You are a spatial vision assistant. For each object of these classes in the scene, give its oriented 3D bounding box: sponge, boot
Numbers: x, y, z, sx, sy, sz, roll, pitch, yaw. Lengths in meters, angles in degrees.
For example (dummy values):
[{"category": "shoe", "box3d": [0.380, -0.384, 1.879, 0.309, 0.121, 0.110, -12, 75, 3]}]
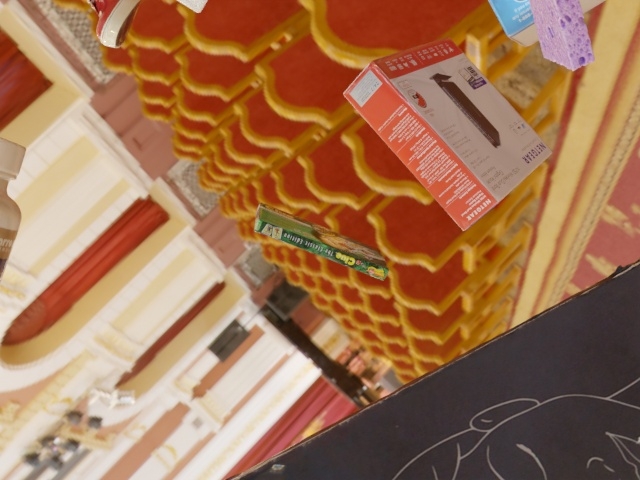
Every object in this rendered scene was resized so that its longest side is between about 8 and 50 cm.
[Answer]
[{"category": "sponge", "box3d": [0.269, -0.313, 0.899, 0.117, 0.031, 0.210, -93, -19, -68]}, {"category": "boot", "box3d": [-0.402, -0.434, 1.305, 0.176, 0.088, 0.244, 22, -143, -19]}]

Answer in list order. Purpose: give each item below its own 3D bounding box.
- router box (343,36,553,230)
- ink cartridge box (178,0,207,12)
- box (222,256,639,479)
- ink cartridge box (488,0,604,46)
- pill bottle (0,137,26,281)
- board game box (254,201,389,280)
[{"category": "router box", "box3d": [0.236, -0.202, 1.318, 0.301, 0.082, 0.335, 49, -144, 5]}, {"category": "ink cartridge box", "box3d": [-0.193, -0.472, 1.067, 0.189, 0.232, 0.066, 28, -162, -23]}, {"category": "box", "box3d": [0.215, 0.349, 0.683, 0.480, 0.472, 0.297, 61, 171, 23]}, {"category": "ink cartridge box", "box3d": [0.318, -0.481, 1.108, 0.129, 0.223, 0.307, -12, -104, -60]}, {"category": "pill bottle", "box3d": [-0.185, 0.004, 0.362, 0.067, 0.120, 0.067, 18, 178, 1]}, {"category": "board game box", "box3d": [0.000, 0.000, 1.433, 0.260, 0.030, 0.136, 21, -164, -8]}]
